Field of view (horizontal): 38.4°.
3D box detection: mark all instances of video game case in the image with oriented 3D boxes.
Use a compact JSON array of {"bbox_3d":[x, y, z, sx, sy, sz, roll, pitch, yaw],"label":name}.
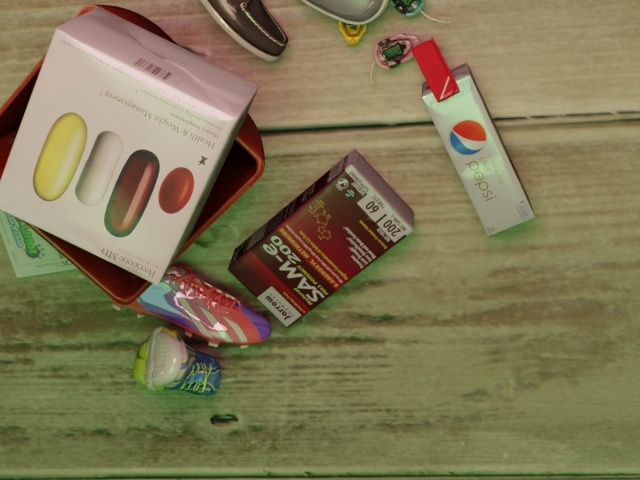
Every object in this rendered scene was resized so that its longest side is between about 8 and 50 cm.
[{"bbox_3d":[-0.403,-0.026,1.349,0.143,0.019,0.157,-9,112,9],"label":"video game case"}]

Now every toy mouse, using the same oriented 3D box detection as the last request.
[{"bbox_3d":[0.095,-0.281,1.178,0.143,0.031,0.161,-3,113,8],"label":"toy mouse"}]

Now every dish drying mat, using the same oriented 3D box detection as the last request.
[{"bbox_3d":[0.144,-0.214,1.153,0.032,0.008,0.083,-28,71,15],"label":"dish drying mat"}]

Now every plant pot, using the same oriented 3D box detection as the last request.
[{"bbox_3d":[-0.232,-0.132,1.167,0.267,0.236,0.267,43,111,-12],"label":"plant pot"}]

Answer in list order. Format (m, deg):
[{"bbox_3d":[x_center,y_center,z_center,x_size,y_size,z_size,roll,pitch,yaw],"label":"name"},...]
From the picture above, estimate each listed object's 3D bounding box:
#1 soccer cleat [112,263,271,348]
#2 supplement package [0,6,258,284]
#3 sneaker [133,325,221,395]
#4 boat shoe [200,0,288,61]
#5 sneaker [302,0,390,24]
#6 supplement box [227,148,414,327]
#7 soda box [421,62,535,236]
[{"bbox_3d":[-0.187,0.085,1.344,0.248,0.083,0.095,17,110,1],"label":"soccer cleat"},{"bbox_3d":[-0.201,-0.102,0.966,0.194,0.149,0.203,26,112,-5],"label":"supplement package"},{"bbox_3d":[-0.192,0.179,1.329,0.126,0.240,0.091,13,81,-18],"label":"sneaker"},{"bbox_3d":[-0.118,-0.324,1.155,0.228,0.081,0.068,45,115,-10],"label":"boat shoe"},{"bbox_3d":[-0.048,-0.359,1.058,0.295,0.178,0.124,41,112,-1],"label":"sneaker"},{"bbox_3d":[0.000,0.000,1.289,0.239,0.073,0.130,-40,105,21],"label":"supplement box"},{"bbox_3d":[0.209,-0.119,1.214,0.069,0.074,0.216,-23,109,15],"label":"soda box"}]
